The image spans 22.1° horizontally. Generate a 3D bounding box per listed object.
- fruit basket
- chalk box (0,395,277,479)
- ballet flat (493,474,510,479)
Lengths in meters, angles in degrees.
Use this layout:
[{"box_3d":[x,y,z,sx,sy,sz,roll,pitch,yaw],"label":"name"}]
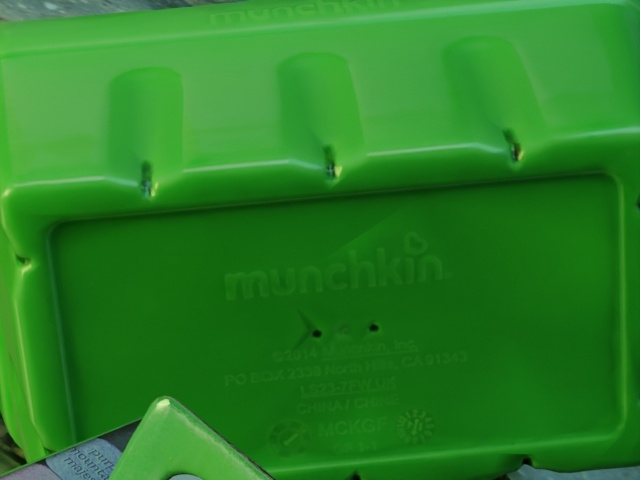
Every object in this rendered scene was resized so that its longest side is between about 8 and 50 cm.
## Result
[{"box_3d":[0.000,0.000,0.897,0.392,0.282,0.392,-4,19,1],"label":"fruit basket"},{"box_3d":[-0.070,0.153,0.542,0.132,0.213,0.132,37,32,26],"label":"chalk box"},{"box_3d":[0.051,0.214,0.759,0.123,0.123,0.348,21,27,-4],"label":"ballet flat"}]
